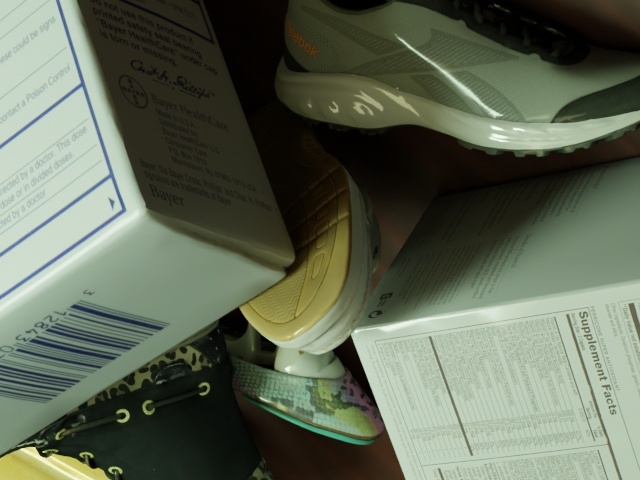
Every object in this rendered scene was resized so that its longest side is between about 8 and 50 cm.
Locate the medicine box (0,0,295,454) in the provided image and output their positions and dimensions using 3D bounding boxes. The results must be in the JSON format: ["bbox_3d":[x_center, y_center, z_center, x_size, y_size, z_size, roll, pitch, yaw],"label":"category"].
[{"bbox_3d":[-0.194,-0.056,1.157,0.263,0.149,0.289,-33,61,25],"label":"medicine box"}]

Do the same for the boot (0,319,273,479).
[{"bbox_3d":[-0.150,0.157,1.300,0.236,0.085,0.178,-27,111,-14],"label":"boot"}]

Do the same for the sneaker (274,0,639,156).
[{"bbox_3d":[0.097,-0.120,1.192,0.271,0.100,0.108,8,114,18],"label":"sneaker"}]

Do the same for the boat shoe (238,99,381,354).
[{"bbox_3d":[0.000,0.000,1.203,0.098,0.277,0.096,-36,117,12],"label":"boat shoe"}]

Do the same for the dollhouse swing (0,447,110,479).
[{"bbox_3d":[-0.296,0.185,1.310,0.305,0.347,0.315,25,167,25],"label":"dollhouse swing"}]

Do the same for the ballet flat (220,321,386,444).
[{"bbox_3d":[-0.051,0.082,1.378,0.221,0.077,0.079,18,102,12],"label":"ballet flat"}]

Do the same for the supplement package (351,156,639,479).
[{"bbox_3d":[0.195,0.074,1.192,0.263,0.199,0.198,-11,112,26],"label":"supplement package"}]
